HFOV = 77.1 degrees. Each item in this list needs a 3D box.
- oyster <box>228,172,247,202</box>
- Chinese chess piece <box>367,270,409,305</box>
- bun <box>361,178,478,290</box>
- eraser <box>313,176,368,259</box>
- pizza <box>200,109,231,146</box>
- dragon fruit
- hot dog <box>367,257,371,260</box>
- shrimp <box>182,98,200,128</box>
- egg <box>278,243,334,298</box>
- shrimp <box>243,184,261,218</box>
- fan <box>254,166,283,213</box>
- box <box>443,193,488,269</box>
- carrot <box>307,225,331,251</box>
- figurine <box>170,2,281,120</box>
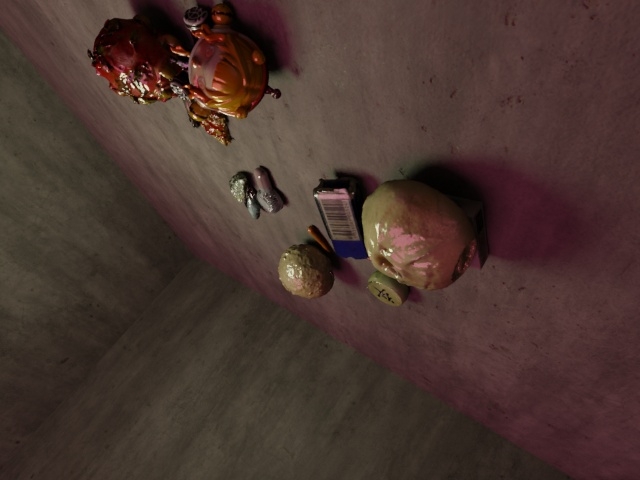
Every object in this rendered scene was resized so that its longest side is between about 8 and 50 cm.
[{"bbox_3d":[-0.380,-0.252,1.862,0.125,0.064,0.177,52,142,23],"label":"oyster"},{"bbox_3d":[0.302,0.215,1.796,0.188,0.083,0.188,31,154,17],"label":"Chinese chess piece"},{"bbox_3d":[0.250,0.007,1.140,0.364,0.202,0.364,36,158,17],"label":"bun"},{"bbox_3d":[0.093,-0.076,1.436,0.155,0.101,0.332,3,136,27],"label":"eraser"},{"bbox_3d":[-0.418,-0.460,1.571,0.188,0.062,0.199,40,156,-11],"label":"pizza"},{"bbox_3d":[-0.562,-0.581,1.303,0.291,0.250,0.269,19,163,3],"label":"dragon fruit"},{"bbox_3d":[0.211,0.060,1.674,0.216,0.047,0.066,28,153,21],"label":"hot dog"},{"bbox_3d":[-0.464,-0.521,1.490,0.152,0.046,0.219,20,131,34],"label":"shrimp"},{"bbox_3d":[-0.069,0.153,1.983,0.279,0.279,0.310,2,129,55],"label":"egg"},{"bbox_3d":[-0.325,-0.192,1.947,0.090,0.079,0.232,-8,140,-4],"label":"shrimp"},{"bbox_3d":[-0.234,-0.220,1.763,0.130,0.074,0.244,37,155,32],"label":"fan"},{"bbox_3d":[0.405,-0.025,1.191,0.155,0.067,0.243,20,152,41],"label":"box"},{"bbox_3d":[0.000,0.000,1.882,0.037,0.037,0.190,8,145,50],"label":"carrot"},{"bbox_3d":[-0.275,-0.483,1.139,0.323,0.196,0.320,38,120,25],"label":"figurine"}]
